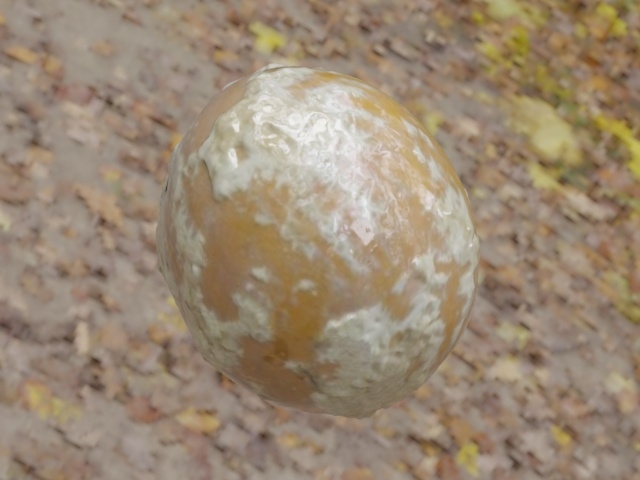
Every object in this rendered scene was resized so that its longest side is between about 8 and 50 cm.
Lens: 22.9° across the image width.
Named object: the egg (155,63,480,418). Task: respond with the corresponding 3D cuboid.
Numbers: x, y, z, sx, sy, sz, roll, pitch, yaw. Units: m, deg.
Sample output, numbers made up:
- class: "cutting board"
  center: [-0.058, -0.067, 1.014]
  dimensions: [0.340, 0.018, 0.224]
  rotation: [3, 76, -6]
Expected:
- class: "egg"
  center: [0.000, 0.000, 0.991]
  dimensions: [0.203, 0.245, 0.203]
  rotation: [-14, 39, 11]
